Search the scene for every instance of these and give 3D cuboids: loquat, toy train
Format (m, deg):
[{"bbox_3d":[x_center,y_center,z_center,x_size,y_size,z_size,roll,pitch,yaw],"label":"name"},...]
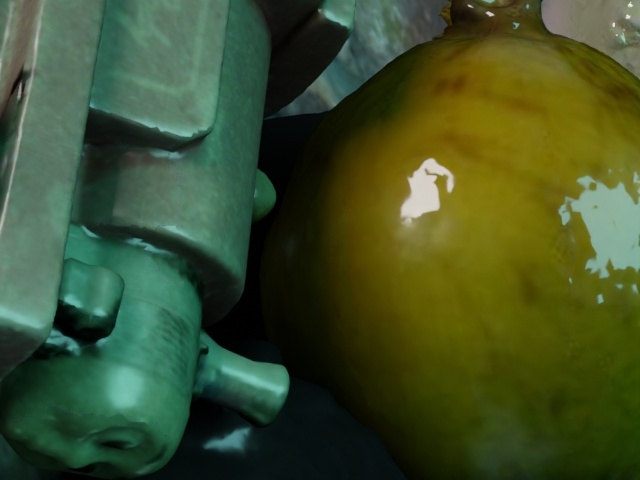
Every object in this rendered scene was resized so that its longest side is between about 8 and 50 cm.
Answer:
[{"bbox_3d":[0.078,-0.003,0.702,0.213,0.213,0.246,-7,96,-48],"label":"loquat"},{"bbox_3d":[-0.101,-0.054,0.556,0.221,0.150,0.304,22,57,-25],"label":"toy train"}]

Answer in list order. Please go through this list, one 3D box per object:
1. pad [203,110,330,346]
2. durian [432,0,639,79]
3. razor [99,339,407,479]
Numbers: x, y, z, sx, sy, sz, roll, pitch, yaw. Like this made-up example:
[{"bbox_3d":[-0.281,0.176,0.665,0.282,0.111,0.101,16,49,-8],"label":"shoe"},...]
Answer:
[{"bbox_3d":[0.000,0.000,0.775,0.190,0.004,0.127,-13,84,-50],"label":"pad"},{"bbox_3d":[0.161,-0.078,0.891,0.249,0.183,0.138,64,5,-1],"label":"durian"},{"bbox_3d":[-0.068,0.183,0.545,0.189,0.107,0.327,60,41,-17],"label":"razor"}]
